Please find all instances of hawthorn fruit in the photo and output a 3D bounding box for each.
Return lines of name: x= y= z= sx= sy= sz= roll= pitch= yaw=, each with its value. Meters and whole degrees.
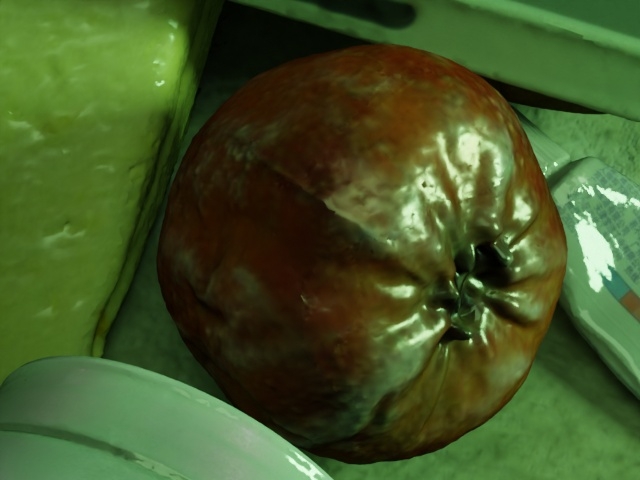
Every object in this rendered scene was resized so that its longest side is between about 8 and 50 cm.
hawthorn fruit: x=0.000 y=0.000 z=1.072 sx=0.272 sy=0.242 sz=0.242 roll=20 pitch=60 yaw=44

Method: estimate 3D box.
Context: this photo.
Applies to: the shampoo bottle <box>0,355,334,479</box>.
shampoo bottle: x=-0.118 y=0.218 z=0.907 sx=0.273 sy=0.273 sz=0.266 roll=21 pitch=56 yaw=11

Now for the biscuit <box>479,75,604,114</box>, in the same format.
biscuit: x=0.128 y=-0.162 z=1.222 sx=0.215 sy=0.034 sz=0.182 roll=25 pitch=47 yaw=14

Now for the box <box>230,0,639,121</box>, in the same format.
box: x=0.083 y=-0.268 z=1.177 sx=0.367 sy=0.090 sz=0.373 roll=15 pitch=50 yaw=-14

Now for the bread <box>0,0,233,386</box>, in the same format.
bread: x=-0.249 y=-0.039 z=1.187 sx=0.346 sy=0.242 sz=0.405 roll=8 pitch=95 yaw=1

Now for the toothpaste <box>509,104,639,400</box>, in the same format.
toothpaste: x=0.200 y=0.025 z=1.131 sx=0.099 sy=0.068 sz=0.282 roll=-45 pitch=78 yaw=12
